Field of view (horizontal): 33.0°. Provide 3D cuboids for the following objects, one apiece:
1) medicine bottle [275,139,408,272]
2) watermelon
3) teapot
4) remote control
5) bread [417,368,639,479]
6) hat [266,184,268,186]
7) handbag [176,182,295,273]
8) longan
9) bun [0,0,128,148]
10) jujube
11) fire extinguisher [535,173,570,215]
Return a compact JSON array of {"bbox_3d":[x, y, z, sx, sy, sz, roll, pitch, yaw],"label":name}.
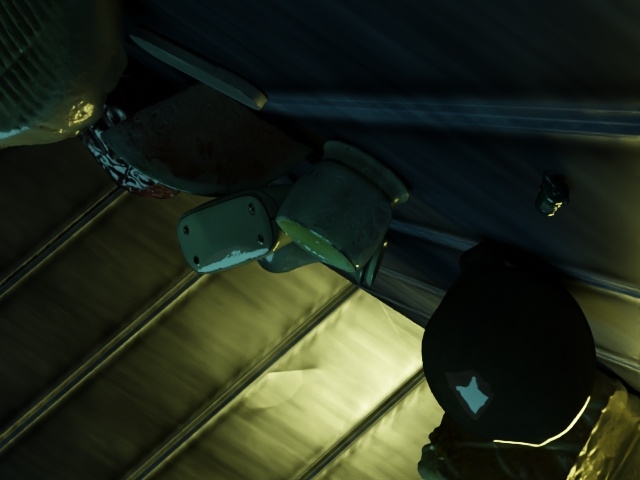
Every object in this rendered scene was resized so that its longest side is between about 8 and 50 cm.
[{"bbox_3d":[0.031,-0.048,1.502,0.147,0.143,0.147,31,168,8],"label":"medicine bottle"},{"bbox_3d":[-0.168,-0.155,1.706,0.260,0.256,0.176,40,131,0],"label":"watermelon"},{"bbox_3d":[0.000,0.000,2.115,0.251,0.183,0.183,19,173,8],"label":"teapot"},{"bbox_3d":[-0.177,-0.248,1.543,0.245,0.022,0.077,30,176,26],"label":"remote control"},{"bbox_3d":[0.455,0.423,2.194,0.279,0.371,0.390,41,167,-34],"label":"bread"},{"bbox_3d":[-0.167,-0.149,1.943,0.129,0.140,0.227,20,158,19],"label":"hat"},{"bbox_3d":[-0.055,-0.033,1.699,0.241,0.109,0.315,-14,179,37],"label":"handbag"},{"bbox_3d":[0.261,0.150,1.534,0.300,0.243,0.300,159,90,-87],"label":"longan"},{"bbox_3d":[-0.376,-0.258,1.466,0.281,0.281,0.205,31,-169,17],"label":"bun"},{"bbox_3d":[-0.369,-0.231,1.990,0.342,0.216,0.216,41,172,-26],"label":"jujube"},{"bbox_3d":[0.223,-0.046,1.044,0.038,0.025,0.083,55,178,9],"label":"fire extinguisher"}]
